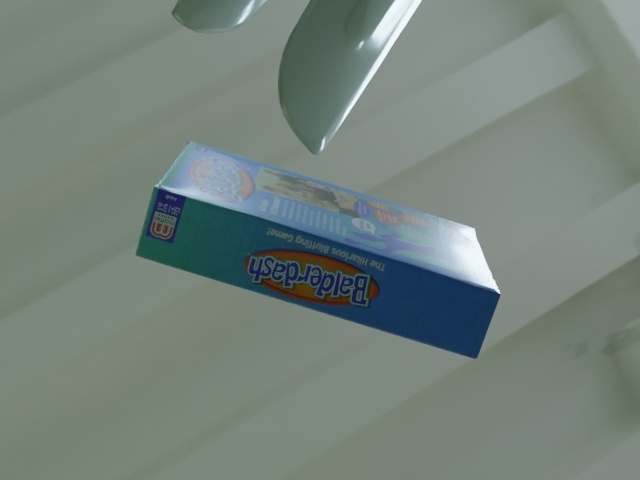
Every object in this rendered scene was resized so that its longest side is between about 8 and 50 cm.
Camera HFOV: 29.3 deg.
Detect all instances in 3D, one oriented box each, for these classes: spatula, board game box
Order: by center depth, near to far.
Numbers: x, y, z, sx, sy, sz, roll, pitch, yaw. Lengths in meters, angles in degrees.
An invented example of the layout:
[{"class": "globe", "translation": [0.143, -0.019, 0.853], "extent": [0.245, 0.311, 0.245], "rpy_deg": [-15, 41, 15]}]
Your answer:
[{"class": "spatula", "translation": [0.025, -0.161, 0.378], "extent": [0.019, 0.168, 0.242], "rpy_deg": [30, -94, 41]}, {"class": "board game box", "translation": [0.000, 0.000, 0.780], "extent": [0.210, 0.160, 0.047], "rpy_deg": [18, -76, -3]}]
